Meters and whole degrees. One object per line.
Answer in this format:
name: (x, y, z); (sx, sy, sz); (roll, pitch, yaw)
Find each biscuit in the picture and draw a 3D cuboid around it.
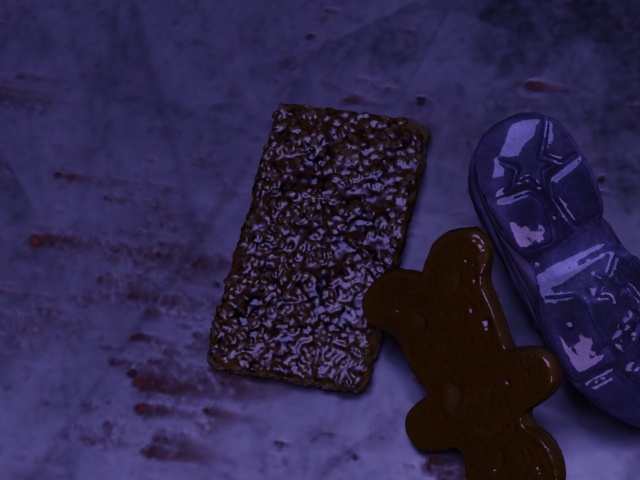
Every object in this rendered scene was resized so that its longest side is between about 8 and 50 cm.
biscuit: (0.110, 0.101, 1.309); (0.138, 0.031, 0.205); (-35, 75, 37)
biscuit: (0.000, 0.000, 1.415); (0.131, 0.025, 0.231); (9, 67, 12)

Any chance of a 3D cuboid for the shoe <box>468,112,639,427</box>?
shoe: (0.180, 0.021, 1.336); (0.095, 0.137, 0.245); (-31, 95, 1)
